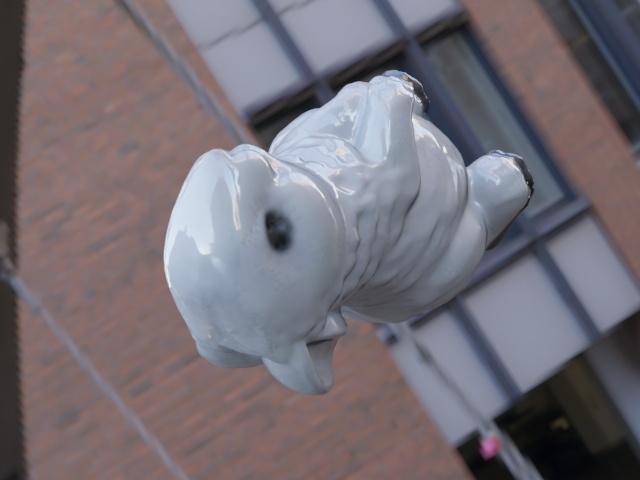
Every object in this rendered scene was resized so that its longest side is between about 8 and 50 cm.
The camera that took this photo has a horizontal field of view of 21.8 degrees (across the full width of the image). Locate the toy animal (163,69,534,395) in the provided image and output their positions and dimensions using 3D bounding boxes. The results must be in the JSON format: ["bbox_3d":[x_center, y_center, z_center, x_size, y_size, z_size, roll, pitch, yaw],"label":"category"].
[{"bbox_3d":[0.000,0.000,1.276,0.357,0.194,0.257,-30,-37,-54],"label":"toy animal"}]
